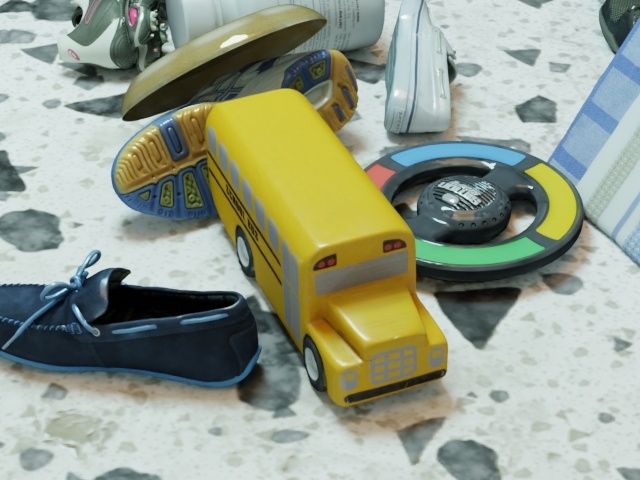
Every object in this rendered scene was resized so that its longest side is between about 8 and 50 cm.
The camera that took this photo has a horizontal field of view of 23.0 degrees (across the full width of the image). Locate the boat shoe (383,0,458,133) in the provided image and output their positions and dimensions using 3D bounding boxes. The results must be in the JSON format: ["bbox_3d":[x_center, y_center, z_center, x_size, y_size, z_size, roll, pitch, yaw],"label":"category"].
[{"bbox_3d":[0.113,-0.189,1.734,0.076,0.083,0.226,11,46,-3],"label":"boat shoe"}]

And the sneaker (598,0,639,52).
[{"bbox_3d":[0.387,-0.250,1.763,0.087,0.130,0.227,-7,33,-13],"label":"sneaker"}]

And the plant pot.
[{"bbox_3d":[-0.105,-0.189,1.631,0.236,0.032,0.236,-26,-1,-1],"label":"plant pot"}]

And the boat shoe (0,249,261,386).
[{"bbox_3d":[-0.176,0.056,1.356,0.258,0.089,0.109,3,34,6],"label":"boat shoe"}]

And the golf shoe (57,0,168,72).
[{"bbox_3d":[-0.234,-0.292,1.858,0.120,0.105,0.273,-5,33,7],"label":"golf shoe"}]

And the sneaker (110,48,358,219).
[{"bbox_3d":[-0.101,-0.106,1.605,0.296,0.112,0.131,-28,22,-32],"label":"sneaker"}]

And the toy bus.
[{"bbox_3d":[0.000,0.000,1.398,0.108,0.130,0.332,-13,36,-17],"label":"toy bus"}]

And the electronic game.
[{"bbox_3d":[0.138,-0.032,1.517,0.229,0.048,0.229,0,35,0],"label":"electronic game"}]

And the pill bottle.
[{"bbox_3d":[-0.053,-0.268,1.790,0.229,0.131,0.131,-11,36,-15],"label":"pill bottle"}]

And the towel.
[{"bbox_3d":[0.342,-0.078,1.476,0.034,0.209,0.285,21,17,-38],"label":"towel"}]

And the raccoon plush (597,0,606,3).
[{"bbox_3d":[0.586,-0.298,1.851,0.446,0.299,0.216,-11,36,48],"label":"raccoon plush"}]
